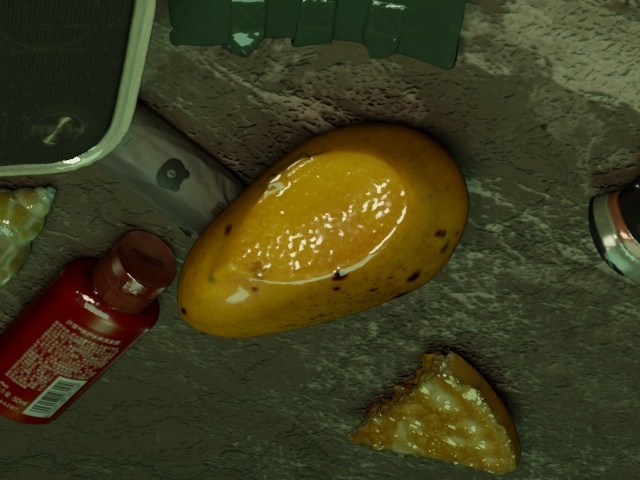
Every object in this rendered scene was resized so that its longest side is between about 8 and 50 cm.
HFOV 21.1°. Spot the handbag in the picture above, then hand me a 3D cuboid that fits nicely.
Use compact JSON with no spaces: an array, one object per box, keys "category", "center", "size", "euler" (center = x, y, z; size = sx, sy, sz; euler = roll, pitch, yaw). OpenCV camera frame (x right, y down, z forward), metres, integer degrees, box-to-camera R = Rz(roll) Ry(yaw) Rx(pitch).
[{"category":"handbag","center":[0.005,-0.247,1.378],"size":[0.247,0.079,0.260],"euler":[7,142,-1]}]

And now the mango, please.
[{"category":"mango","center":[0.000,0.000,1.590],"size":[0.290,0.160,0.191],"euler":[-27,170,5]}]

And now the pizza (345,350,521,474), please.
[{"category":"pizza","center":[0.119,0.196,1.931],"size":[0.199,0.062,0.188],"euler":[-10,127,28]}]

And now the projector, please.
[{"category":"projector","center":[-0.270,-0.215,1.268],"size":[0.248,0.249,0.249],"euler":[-4,145,-18]}]

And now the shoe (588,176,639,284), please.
[{"category":"shoe","center":[0.399,0.000,1.619],"size":[0.291,0.114,0.137],"euler":[23,133,-16]}]

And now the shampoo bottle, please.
[{"category":"shampoo bottle","center":[-0.260,0.095,1.832],"size":[0.118,0.076,0.314],"euler":[29,136,-19]}]

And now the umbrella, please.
[{"category":"umbrella","center":[-0.200,-0.108,1.582],"size":[0.073,0.067,0.337],"euler":[-34,127,25]}]

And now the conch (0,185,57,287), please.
[{"category":"conch","center":[-0.355,0.003,1.712],"size":[0.116,0.106,0.173],"euler":[9,166,-41]}]
